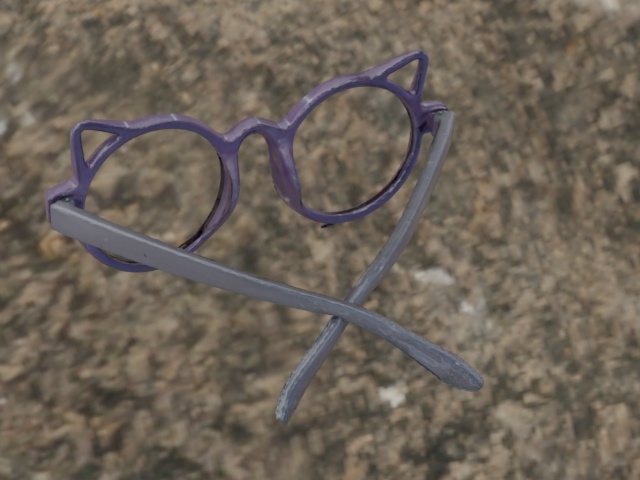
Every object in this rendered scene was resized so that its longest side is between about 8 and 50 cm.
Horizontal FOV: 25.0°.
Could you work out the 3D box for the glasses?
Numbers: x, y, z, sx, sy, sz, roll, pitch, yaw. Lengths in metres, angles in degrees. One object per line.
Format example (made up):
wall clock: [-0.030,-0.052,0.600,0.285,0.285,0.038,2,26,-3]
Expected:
glasses: [0.000,0.000,0.424,0.140,0.104,0.062,-13,126,-23]
